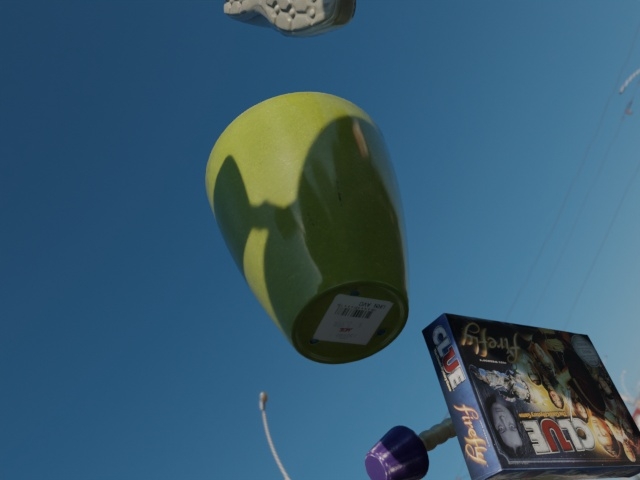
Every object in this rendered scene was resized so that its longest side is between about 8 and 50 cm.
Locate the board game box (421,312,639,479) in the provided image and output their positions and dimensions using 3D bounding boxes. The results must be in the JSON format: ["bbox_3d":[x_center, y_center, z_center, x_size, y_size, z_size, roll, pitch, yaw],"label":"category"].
[{"bbox_3d":[0.238,0.171,0.612,0.243,0.165,0.042,11,-43,-29],"label":"board game box"}]

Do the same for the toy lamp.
[{"bbox_3d":[0.180,0.281,0.830,0.274,0.080,0.080,-14,-58,-36],"label":"toy lamp"}]

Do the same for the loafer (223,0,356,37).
[{"bbox_3d":[-0.037,-0.358,0.834,0.111,0.319,0.112,-3,-65,-33],"label":"loafer"}]

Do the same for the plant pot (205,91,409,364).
[{"bbox_3d":[0.000,0.000,0.723,0.274,0.294,0.275,-8,-50,-9],"label":"plant pot"}]
